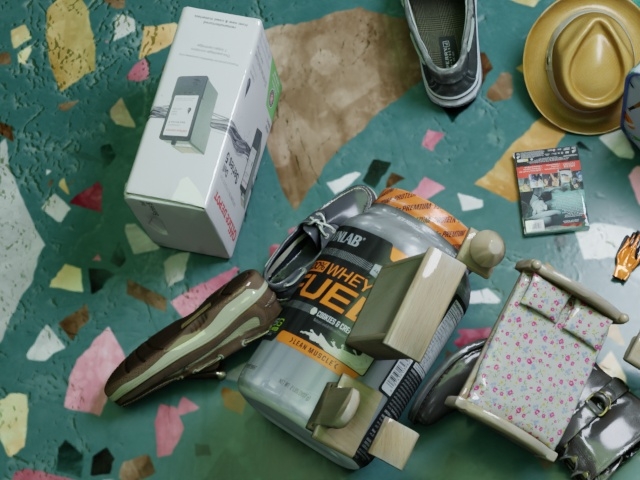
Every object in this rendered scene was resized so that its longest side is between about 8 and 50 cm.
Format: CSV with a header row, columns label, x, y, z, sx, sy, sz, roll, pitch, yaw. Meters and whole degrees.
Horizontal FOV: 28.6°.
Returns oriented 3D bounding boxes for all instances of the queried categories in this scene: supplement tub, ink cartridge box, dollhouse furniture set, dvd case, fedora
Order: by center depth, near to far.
label,x,y,z,sx,sy,sz,roll,pitch,yaw
dollhouse furniture set,0.214,0.163,1.387,0.355,0.174,0.303,29,79,-8
supplement tub,0.056,0.104,1.545,0.193,0.193,0.316,30,76,17
fedora,0.360,-0.234,1.653,0.194,0.079,0.194,1,99,4
ink cartridge box,-0.149,-0.137,1.660,0.114,0.198,0.273,11,72,11
dvd case,0.307,-0.067,1.670,0.087,0.013,0.119,-7,68,5

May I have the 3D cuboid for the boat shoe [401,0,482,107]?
label,x,y,z,sx,sy,sz,roll,pitch,yaw
boat shoe,0.168,-0.353,1.738,0.121,0.119,0.335,-13,69,3

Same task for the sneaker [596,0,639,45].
label,x,y,z,sx,sy,sz,roll,pitch,yaw
sneaker,0.430,-0.321,1.728,0.223,0.098,0.083,-42,103,11

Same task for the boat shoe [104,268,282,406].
label,x,y,z,sx,sy,sz,roll,pitch,yaw
boat shoe,-0.157,0.148,1.613,0.257,0.095,0.095,-35,106,12

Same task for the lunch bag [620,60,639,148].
label,x,y,z,sx,sy,sz,roll,pitch,yaw
lunch bag,0.514,-0.122,1.538,0.303,0.243,0.115,39,80,20

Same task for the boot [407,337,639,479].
label,x,y,z,sx,sy,sz,roll,pitch,yaw
boot,0.266,0.213,1.530,0.263,0.091,0.229,-34,68,-7

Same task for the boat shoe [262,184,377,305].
label,x,y,z,sx,sy,sz,roll,pitch,yaw
boat shoe,0.000,0.000,1.660,0.075,0.065,0.206,41,80,19

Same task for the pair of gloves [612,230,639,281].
label,x,y,z,sx,sy,sz,roll,pitch,yaw
pair of gloves,0.423,0.029,1.620,0.083,0.010,0.074,23,73,12
